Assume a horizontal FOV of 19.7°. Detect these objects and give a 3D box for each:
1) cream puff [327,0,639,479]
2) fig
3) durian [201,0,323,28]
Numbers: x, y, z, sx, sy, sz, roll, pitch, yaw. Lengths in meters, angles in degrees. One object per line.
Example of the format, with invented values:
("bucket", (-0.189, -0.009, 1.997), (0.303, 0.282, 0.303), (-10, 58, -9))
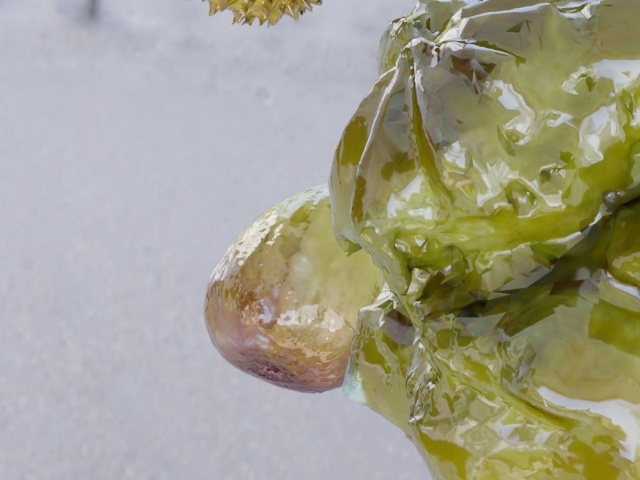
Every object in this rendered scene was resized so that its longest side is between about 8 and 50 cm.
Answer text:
("cream puff", (0.158, -0.011, 1.051), (0.378, 0.275, 0.378), (-14, 57, 23))
("fig", (0.000, 0.000, 1.576), (0.159, 0.159, 0.257), (23, 82, 7))
("durian", (-0.089, -0.271, 1.425), (0.183, 0.138, 0.250), (-20, 80, -28))
